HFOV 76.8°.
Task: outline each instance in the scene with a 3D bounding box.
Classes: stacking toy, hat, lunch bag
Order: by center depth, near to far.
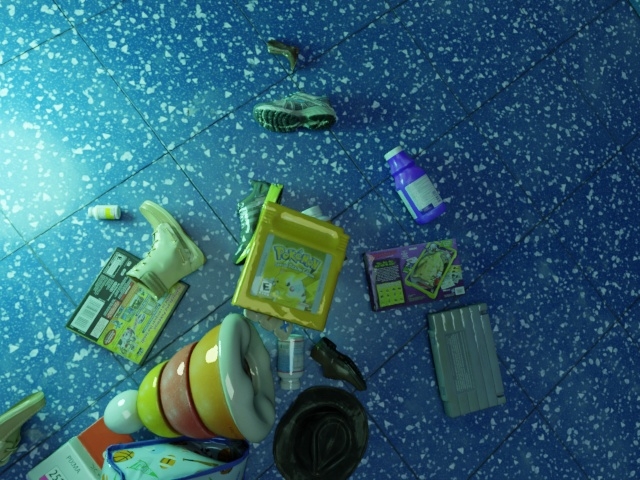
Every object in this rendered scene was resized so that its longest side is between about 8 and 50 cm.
[{"bbox_3d":[-0.392,0.720,1.087,0.385,0.238,0.329,12,91,-40],"label":"lunch bag"},{"bbox_3d":[-0.391,0.431,1.142,0.478,0.350,0.351,-16,87,3],"label":"stacking toy"},{"bbox_3d":[0.017,0.635,1.256,0.330,0.134,0.332,1,84,-12],"label":"hat"}]

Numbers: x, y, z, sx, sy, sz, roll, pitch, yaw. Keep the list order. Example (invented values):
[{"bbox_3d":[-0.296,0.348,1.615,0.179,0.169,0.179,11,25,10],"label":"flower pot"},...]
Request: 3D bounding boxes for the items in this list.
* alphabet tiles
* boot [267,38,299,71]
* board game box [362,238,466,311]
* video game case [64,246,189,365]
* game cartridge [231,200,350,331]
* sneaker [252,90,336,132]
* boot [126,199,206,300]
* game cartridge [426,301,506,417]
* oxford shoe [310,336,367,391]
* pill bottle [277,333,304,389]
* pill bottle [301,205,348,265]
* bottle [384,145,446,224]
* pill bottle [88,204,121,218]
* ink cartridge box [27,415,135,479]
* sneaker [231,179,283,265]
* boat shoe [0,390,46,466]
[{"bbox_3d":[-0.120,0.156,1.274,0.284,0.021,0.278,38,56,-22],"label":"alphabet tiles"},{"bbox_3d":[-0.137,-0.649,1.416,0.114,0.037,0.107,12,68,-13],"label":"boot"},{"bbox_3d":[0.331,0.119,1.423,0.345,0.056,0.209,-8,89,-12],"label":"board game box"},{"bbox_3d":[-0.581,0.198,1.232,0.248,0.035,0.275,30,78,-7],"label":"video game case"},{"bbox_3d":[-0.079,0.077,1.206,0.284,0.052,0.324,19,78,-13],"label":"game cartridge"},{"bbox_3d":[-0.092,-0.447,1.385,0.282,0.110,0.122,-2,66,-14],"label":"sneaker"},{"bbox_3d":[-0.503,0.027,1.213,0.262,0.095,0.203,51,59,-8],"label":"boot"},{"bbox_3d":[0.507,0.414,1.420,0.229,0.068,0.356,-9,86,-9],"label":"game cartridge"},{"bbox_3d":[0.058,0.422,1.325,0.227,0.083,0.096,44,97,-4],"label":"oxford shoe"},{"bbox_3d":[-0.095,0.383,1.283,0.087,0.087,0.161,3,83,-11],"label":"pill bottle"},{"bbox_3d":[0.000,0.000,1.330,0.117,0.117,0.215,-24,89,-13],"label":"pill bottle"},{"bbox_3d":[0.327,-0.198,1.432,0.118,0.092,0.283,-33,91,-14],"label":"bottle"},{"bbox_3d":[-0.663,-0.087,1.241,0.083,0.043,0.044,-1,84,-11],"label":"pill bottle"},{"bbox_3d":[-0.633,0.679,1.155,0.238,0.060,0.275,-36,92,-12],"label":"ink cartridge box"},{"bbox_3d":[-0.224,-0.062,1.310,0.121,0.111,0.300,21,75,3],"label":"sneaker"},{"bbox_3d":[-0.875,0.550,1.095,0.341,0.121,0.110,-40,97,-3],"label":"boat shoe"}]
